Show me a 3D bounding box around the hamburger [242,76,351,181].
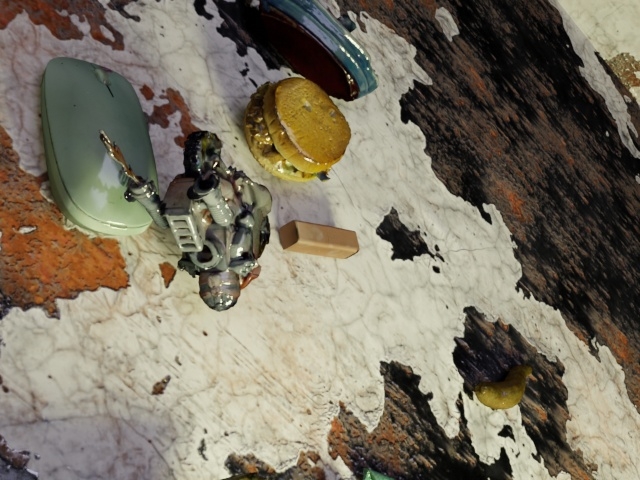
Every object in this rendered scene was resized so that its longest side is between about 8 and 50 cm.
[{"bbox_3d":[-0.052,-0.186,1.463,0.191,0.118,0.181,-2,66,-50],"label":"hamburger"}]

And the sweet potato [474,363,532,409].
[{"bbox_3d":[0.363,0.287,1.657,0.250,0.059,0.069,-9,62,-52],"label":"sweet potato"}]

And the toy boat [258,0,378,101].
[{"bbox_3d":[-0.001,-0.390,1.625,0.309,0.129,0.142,41,55,-19],"label":"toy boat"}]

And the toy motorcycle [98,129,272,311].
[{"bbox_3d":[-0.162,-0.038,1.180,0.401,0.134,0.207,64,32,-56],"label":"toy motorcycle"}]

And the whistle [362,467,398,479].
[{"bbox_3d":[0.136,0.406,1.368,0.186,0.039,0.039,29,49,-30],"label":"whistle"}]

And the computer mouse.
[{"bbox_3d":[-0.302,-0.140,1.199,0.160,0.097,0.288,9,62,-40],"label":"computer mouse"}]

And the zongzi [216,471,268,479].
[{"bbox_3d":[-0.159,0.419,1.001,0.289,0.123,0.260,7,67,-48],"label":"zongzi"}]

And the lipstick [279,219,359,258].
[{"bbox_3d":[0.000,0.000,1.461,0.145,0.045,0.045,9,63,-43],"label":"lipstick"}]
